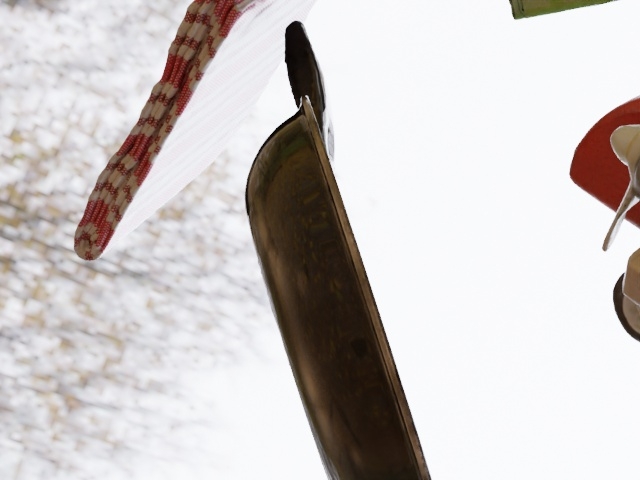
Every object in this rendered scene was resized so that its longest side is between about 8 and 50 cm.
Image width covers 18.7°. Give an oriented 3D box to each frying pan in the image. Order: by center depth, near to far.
[{"bbox_3d":[-0.004,-0.013,0.808,0.053,0.197,0.326,-18,-121,0],"label":"frying pan"}]

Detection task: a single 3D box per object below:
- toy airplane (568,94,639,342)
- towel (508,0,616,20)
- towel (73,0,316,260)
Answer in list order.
[{"bbox_3d":[0.366,-0.056,1.298,0.384,0.386,0.272,-8,-74,5],"label":"toy airplane"},{"bbox_3d":[0.148,-0.210,1.114,0.113,0.023,0.152,-12,-92,-8],"label":"towel"},{"bbox_3d":[-0.055,-0.087,1.005,0.029,0.144,0.197,39,-52,6],"label":"towel"}]
